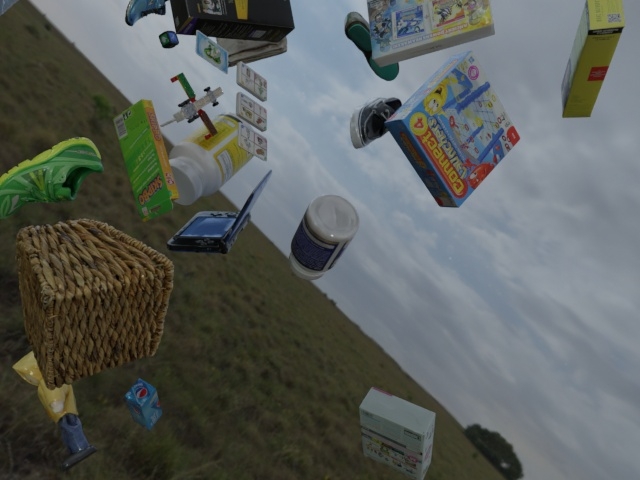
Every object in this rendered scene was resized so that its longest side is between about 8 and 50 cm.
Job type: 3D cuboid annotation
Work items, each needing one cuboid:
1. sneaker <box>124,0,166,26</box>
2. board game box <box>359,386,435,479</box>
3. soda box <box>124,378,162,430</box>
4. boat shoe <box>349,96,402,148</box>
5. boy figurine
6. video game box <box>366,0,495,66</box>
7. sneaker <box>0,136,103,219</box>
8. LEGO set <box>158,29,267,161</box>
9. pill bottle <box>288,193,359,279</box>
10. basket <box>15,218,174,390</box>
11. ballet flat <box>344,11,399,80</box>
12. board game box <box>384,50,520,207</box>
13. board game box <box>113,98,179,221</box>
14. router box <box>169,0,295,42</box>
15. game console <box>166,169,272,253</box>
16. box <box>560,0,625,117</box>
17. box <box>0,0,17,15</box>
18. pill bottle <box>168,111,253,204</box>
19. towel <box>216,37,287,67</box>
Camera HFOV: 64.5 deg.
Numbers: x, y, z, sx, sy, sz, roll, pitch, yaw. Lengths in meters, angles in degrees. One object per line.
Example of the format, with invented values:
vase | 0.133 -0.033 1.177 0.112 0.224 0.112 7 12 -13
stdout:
sneaker | -0.426 -0.595 1.279 0.073 0.162 0.063 43 -17 -18
board game box | 0.254 0.650 1.690 0.224 0.097 0.303 17 -47 26
soda box | -0.565 0.529 1.627 0.067 0.071 0.210 26 -39 11
boat shoe | 0.170 -0.351 1.476 0.102 0.301 0.108 -2 -64 26
boy figurine | -0.612 0.380 1.171 0.285 0.092 0.177 59 -32 7
video game box | 0.181 -0.415 0.863 0.048 0.205 0.187 13 71 -64
sneaker | -0.671 -0.137 1.240 0.123 0.295 0.109 54 -8 0
LEGO set | -0.189 -0.256 0.892 0.244 0.060 0.182 22 60 -52
pill bottle | 0.000 0.000 1.463 0.153 0.153 0.265 45 -37 11
basket | -0.439 0.100 0.977 0.213 0.223 0.299 50 -44 30
ballet flat | 0.133 -0.495 1.284 0.213 0.072 0.068 35 38 -43
board game box | 0.375 -0.303 1.410 0.308 0.302 0.086 50 -16 -23
board game box | -0.406 -0.183 1.184 0.039 0.124 0.259 -11 85 -54
router box | -0.197 -0.579 1.044 0.081 0.243 0.309 -10 -90 55
game console | -0.281 -0.093 1.454 0.293 0.250 0.173 -74 165 -68
box | 0.507 -0.339 0.959 0.058 0.087 0.232 3 -27 14
box | -0.633 -0.509 0.952 0.077 0.147 0.180 18 40 -19
pill bottle | -0.359 -0.260 1.615 0.188 0.334 0.188 17 -47 19
towel | -0.196 -0.591 1.352 0.049 0.187 0.282 74 1 -66
